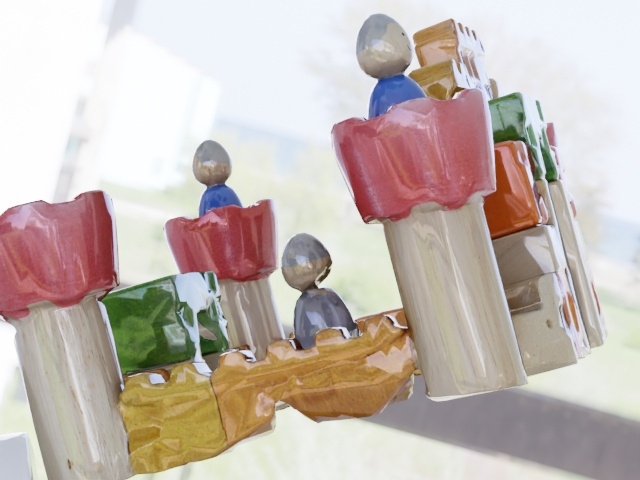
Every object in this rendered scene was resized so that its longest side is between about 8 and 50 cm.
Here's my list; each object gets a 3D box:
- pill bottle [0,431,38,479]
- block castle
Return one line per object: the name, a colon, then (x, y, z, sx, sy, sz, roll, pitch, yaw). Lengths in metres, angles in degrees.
pill bottle: (-0.376, 0.244, 1.347, 0.363, 0.210, 0.210, -8, 6, -6)
block castle: (0.000, 0.000, 1.179, 0.303, 0.212, 0.453, -14, -2, 12)
